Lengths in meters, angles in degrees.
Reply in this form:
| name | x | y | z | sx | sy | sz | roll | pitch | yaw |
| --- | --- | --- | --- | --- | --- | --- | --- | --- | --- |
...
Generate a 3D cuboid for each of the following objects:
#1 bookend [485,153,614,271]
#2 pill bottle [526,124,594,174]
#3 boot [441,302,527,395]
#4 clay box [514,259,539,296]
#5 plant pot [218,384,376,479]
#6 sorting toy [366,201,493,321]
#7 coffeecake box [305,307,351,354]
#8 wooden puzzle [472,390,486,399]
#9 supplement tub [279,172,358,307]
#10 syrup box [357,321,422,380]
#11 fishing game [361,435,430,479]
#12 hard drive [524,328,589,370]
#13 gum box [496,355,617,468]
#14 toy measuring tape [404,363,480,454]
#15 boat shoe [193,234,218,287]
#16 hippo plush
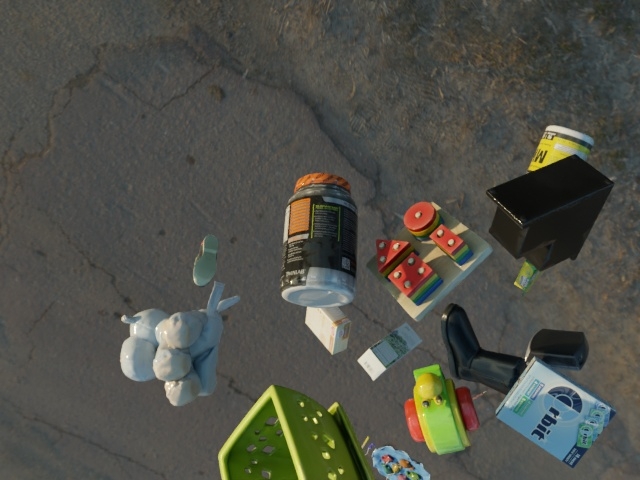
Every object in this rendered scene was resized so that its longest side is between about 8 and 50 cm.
| name | x | y | z | sx | sy | sz | roll | pitch | yaw |
| --- | --- | --- | --- | --- | --- | --- | --- | --- | --- |
| bookend | 0.303 | -0.019 | 0.734 | 0.156 | 0.072 | 0.157 | -22 | 141 | -16 |
| pill bottle | 0.585 | -0.171 | 1.306 | 0.119 | 0.119 | 0.209 | 19 | 100 | -10 |
| boot | 0.438 | 0.291 | 1.378 | 0.207 | 0.094 | 0.247 | 7 | 119 | 43 |
| clay box | 0.679 | 0.065 | 1.613 | 0.053 | 0.222 | 0.128 | 37 | 151 | 27 |
| plant pot | -0.038 | 0.442 | 0.995 | 0.207 | 0.228 | 0.227 | 19 | 117 | -36 |
| sorting toy | 0.254 | 0.029 | 1.338 | 0.257 | 0.255 | 0.089 | -45 | 128 | 4 |
| coffeecake box | 0.026 | 0.299 | 1.898 | 0.068 | 0.185 | 0.143 | -17 | 132 | -30 |
| wooden puzzle | 0.515 | 0.522 | 1.724 | 0.083 | 0.006 | 0.049 | -32 | 156 | 6 |
| supplement tub | 0.000 | 0.000 | 1.433 | 0.206 | 0.339 | 0.207 | 3 | 157 | 1 |
| syrup box | 0.256 | 0.400 | 1.894 | 0.093 | 0.236 | 0.096 | 49 | 134 | 18 |
| fishing game | 0.228 | 0.664 | 1.488 | 0.264 | 0.041 | 0.189 | 32 | 136 | 9 |
| hard drive | 0.742 | 0.335 | 1.631 | 0.171 | 0.254 | 0.054 | 0 | 98 | 33 |
| gum box | 0.503 | 0.368 | 1.121 | 0.184 | 0.041 | 0.157 | 32 | 103 | 14 |
| toy measuring tape | 0.219 | 0.323 | 0.885 | 0.121 | 0.122 | 0.330 | -17 | 136 | 13 |
| boat shoe | -0.259 | 0.050 | 1.164 | 0.049 | 0.137 | 0.043 | 19 | 138 | -20 |
| hippo plush | -0.370 | 0.227 | 1.230 | 0.236 | 0.295 | 0.234 | 4 | 158 | 17 |
